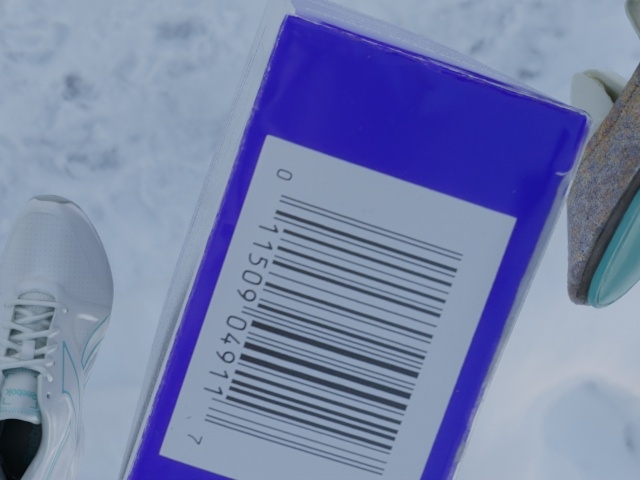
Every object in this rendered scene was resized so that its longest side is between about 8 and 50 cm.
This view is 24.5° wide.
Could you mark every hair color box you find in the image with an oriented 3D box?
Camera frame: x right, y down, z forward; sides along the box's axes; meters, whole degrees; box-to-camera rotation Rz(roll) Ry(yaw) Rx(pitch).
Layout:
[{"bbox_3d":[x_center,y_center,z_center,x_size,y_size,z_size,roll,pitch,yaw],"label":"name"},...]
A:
[{"bbox_3d":[0.000,0.000,0.608,0.110,0.339,0.185,18,100,-7],"label":"hair color box"}]

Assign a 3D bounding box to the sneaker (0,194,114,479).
[{"bbox_3d":[-0.129,0.055,0.681,0.053,0.061,0.152,5,95,4],"label":"sneaker"}]

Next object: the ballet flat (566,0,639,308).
[{"bbox_3d":[0.225,-0.103,0.945,0.107,0.106,0.316,-5,132,-49],"label":"ballet flat"}]
